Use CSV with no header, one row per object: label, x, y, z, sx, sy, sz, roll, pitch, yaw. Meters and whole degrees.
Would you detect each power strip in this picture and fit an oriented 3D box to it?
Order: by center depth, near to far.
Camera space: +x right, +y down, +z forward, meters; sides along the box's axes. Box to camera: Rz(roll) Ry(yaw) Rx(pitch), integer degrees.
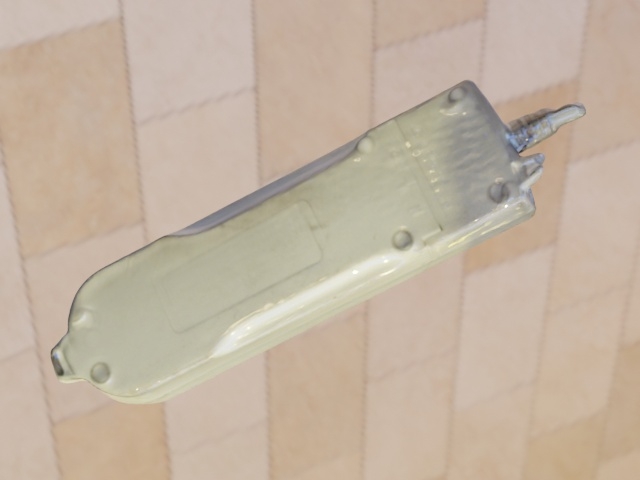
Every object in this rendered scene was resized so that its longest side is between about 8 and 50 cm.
power strip,0.000,0.000,0.547,0.191,0.047,0.030,-27,163,3
